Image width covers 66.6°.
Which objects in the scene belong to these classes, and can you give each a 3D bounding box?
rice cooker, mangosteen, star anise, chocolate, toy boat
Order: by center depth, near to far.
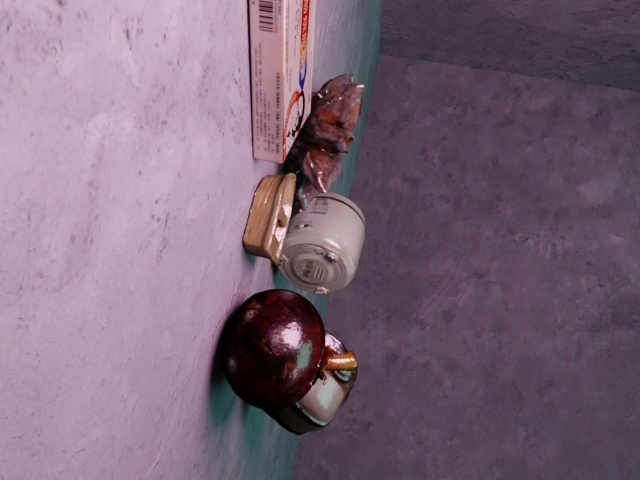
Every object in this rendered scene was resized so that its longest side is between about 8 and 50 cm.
[{"bbox_3d":[-0.056,0.219,0.942,0.235,0.262,0.235,12,90,-85],"label":"mangosteen"},{"bbox_3d":[-0.099,-0.055,0.984,0.116,0.061,0.188,74,28,-71],"label":"toy boat"},{"bbox_3d":[-0.001,-0.229,1.100,0.332,0.118,0.331,-165,-90,-74],"label":"star anise"},{"bbox_3d":[-0.064,0.351,1.212,0.186,0.284,0.283,-44,149,-45],"label":"chocolate"},{"bbox_3d":[0.000,0.000,1.264,0.226,0.226,0.244,93,12,-46],"label":"rice cooker"}]

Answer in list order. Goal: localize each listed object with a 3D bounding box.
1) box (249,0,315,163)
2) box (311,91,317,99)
[{"bbox_3d":[-0.062,-0.340,0.847,0.214,0.069,0.353,-71,171,-48],"label":"box"},{"bbox_3d":[0.012,-0.303,1.360,0.215,0.086,0.215,-55,154,-73],"label":"box"}]
